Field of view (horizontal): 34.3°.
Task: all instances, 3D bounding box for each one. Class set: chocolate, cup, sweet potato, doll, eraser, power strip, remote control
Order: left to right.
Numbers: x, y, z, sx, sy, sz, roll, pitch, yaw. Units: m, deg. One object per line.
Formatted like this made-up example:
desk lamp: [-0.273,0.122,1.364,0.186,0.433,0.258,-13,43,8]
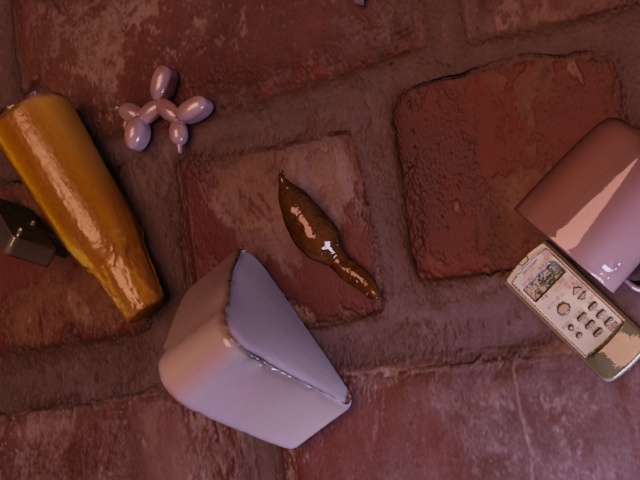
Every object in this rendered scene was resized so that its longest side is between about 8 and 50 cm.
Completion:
power strip: [-0.523,-0.016,1.890,0.061,0.145,0.216,-61,36,9]
chocolate: [-0.425,-0.051,1.863,0.162,0.162,0.445,-34,81,15]
doll: [-0.291,-0.226,1.862,0.161,0.059,0.160,39,99,17]
eraser: [-0.128,0.178,1.651,0.150,0.331,0.331,-38,76,14]
sweet potato: [0.001,0.003,1.740,0.075,0.075,0.269,-41,84,13]
remote control: [0.398,0.109,1.609,0.098,0.038,0.233,-47,73,11]
cup: [0.448,-0.039,1.536,0.253,0.191,0.200,39,98,-13]

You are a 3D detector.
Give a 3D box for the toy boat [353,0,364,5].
toy boat: [0.114,-0.447,1.749,0.122,0.034,0.096,-2,86,11]
